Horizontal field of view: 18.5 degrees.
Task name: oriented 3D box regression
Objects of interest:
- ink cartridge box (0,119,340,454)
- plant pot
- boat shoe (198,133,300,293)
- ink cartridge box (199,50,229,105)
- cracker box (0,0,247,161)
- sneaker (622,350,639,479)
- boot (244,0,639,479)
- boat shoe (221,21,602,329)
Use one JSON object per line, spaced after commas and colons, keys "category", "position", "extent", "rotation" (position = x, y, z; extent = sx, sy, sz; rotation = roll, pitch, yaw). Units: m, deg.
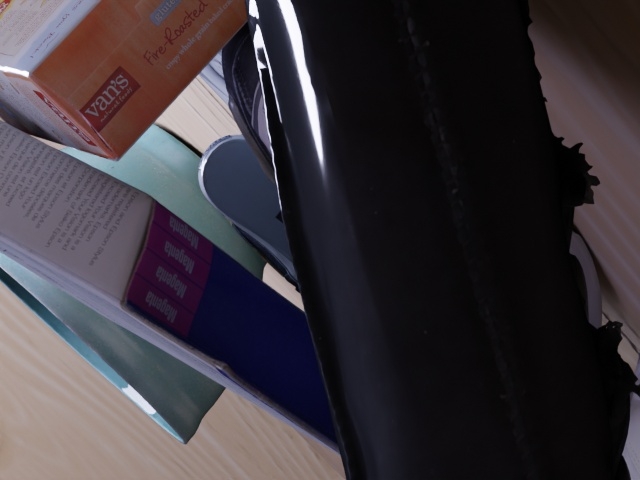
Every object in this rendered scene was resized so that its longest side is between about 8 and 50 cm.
{"category": "ink cartridge box", "position": [-0.081, 0.034, 1.154], "extent": [0.330, 0.071, 0.324], "rotation": [26, 172, 34]}
{"category": "plant pot", "position": [-0.164, 0.017, 1.791], "extent": [0.293, 0.196, 0.293], "rotation": [42, 171, 9]}
{"category": "boat shoe", "position": [0.000, 0.000, 1.213], "extent": [0.183, 0.065, 0.083], "rotation": [44, 180, -8]}
{"category": "ink cartridge box", "position": [-0.020, -0.085, 1.210], "extent": [0.223, 0.045, 0.224], "rotation": [46, 170, -25]}
{"category": "cracker box", "position": [-0.108, -0.127, 1.047], "extent": [0.067, 0.156, 0.232], "rotation": [46, 170, -20]}
{"category": "sneaker", "position": [0.184, 0.144, 1.050], "extent": [0.114, 0.152, 0.305], "rotation": [14, 166, 9]}
{"category": "boot", "position": [0.042, 0.100, 0.811], "extent": [0.367, 0.146, 0.445], "rotation": [131, 125, -71]}
{"category": "boat shoe", "position": [0.048, -0.013, 1.058], "extent": [0.301, 0.108, 0.102], "rotation": [43, 177, -39]}
